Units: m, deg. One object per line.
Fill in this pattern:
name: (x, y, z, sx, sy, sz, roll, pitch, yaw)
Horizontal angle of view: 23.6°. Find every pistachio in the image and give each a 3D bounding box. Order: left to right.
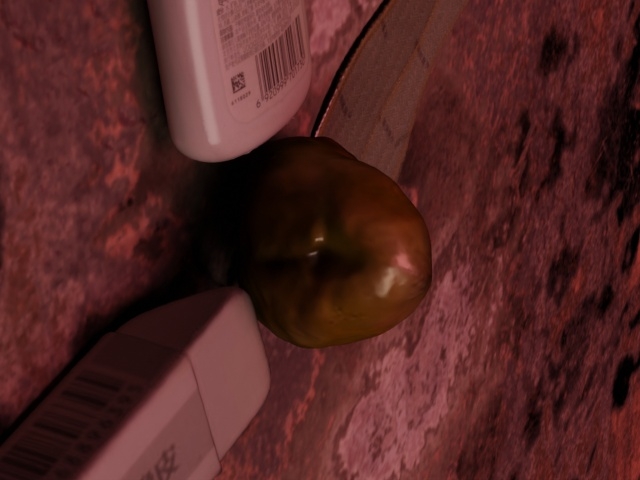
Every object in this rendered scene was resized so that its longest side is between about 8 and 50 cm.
pistachio: (-0.001, 0.003, 0.832, 0.189, 0.100, 0.110, -130, -121, -73)

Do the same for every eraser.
eraser: (-0.138, 0.151, 0.717, 0.352, 0.061, 0.089, -51, 143, -39)

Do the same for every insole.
insole: (0.057, -0.119, 0.997, 0.348, 0.009, 0.119, -63, 148, -22)

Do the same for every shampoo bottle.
shampoo bottle: (-0.049, -0.152, 0.746, 0.108, 0.051, 0.221, -44, 138, -43)
